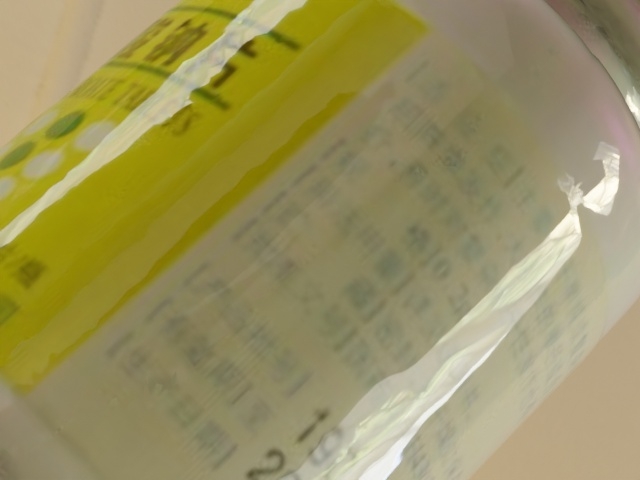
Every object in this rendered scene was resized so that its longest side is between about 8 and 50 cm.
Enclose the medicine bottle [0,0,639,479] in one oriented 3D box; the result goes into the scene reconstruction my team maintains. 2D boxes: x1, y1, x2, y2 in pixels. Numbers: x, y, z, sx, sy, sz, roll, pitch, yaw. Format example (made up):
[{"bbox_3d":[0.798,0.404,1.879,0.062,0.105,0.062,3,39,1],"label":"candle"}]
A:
[{"bbox_3d":[0.000,0.000,0.711,0.213,0.213,0.379,43,-112,10],"label":"medicine bottle"}]
